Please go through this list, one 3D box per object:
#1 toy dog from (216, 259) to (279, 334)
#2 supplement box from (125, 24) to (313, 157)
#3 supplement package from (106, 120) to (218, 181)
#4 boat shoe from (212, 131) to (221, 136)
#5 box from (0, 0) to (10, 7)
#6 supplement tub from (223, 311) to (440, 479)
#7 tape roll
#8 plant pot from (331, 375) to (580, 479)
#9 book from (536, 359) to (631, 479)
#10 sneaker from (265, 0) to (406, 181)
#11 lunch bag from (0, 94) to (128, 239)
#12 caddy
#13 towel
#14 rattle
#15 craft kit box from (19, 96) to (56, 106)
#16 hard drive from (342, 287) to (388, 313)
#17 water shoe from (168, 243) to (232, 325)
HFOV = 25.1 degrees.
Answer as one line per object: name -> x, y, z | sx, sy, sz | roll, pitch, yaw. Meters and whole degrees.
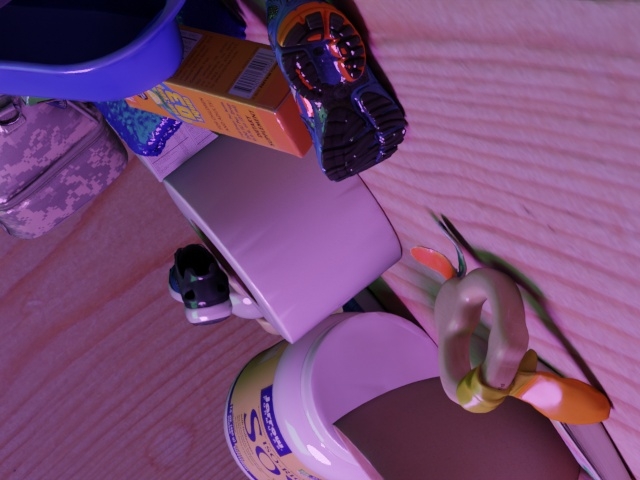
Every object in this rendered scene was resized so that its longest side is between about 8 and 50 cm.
toy dog -> -0.131, 0.006, 2.049 | 0.333, 0.161, 0.220 | -105, -9, -59
supplement box -> -0.101, -0.155, 1.415 | 0.233, 0.080, 0.078 | 20, 156, 35
supplement package -> -0.255, -0.234, 2.035 | 0.194, 0.149, 0.203 | 45, 171, 39
boat shoe -> -0.127, -0.183, 1.872 | 0.072, 0.068, 0.190 | 41, -168, -43
box -> -0.266, -0.329, 1.012 | 0.183, 0.296, 0.294 | 50, 172, 19
supplement tub -> 0.021, 0.233, 2.017 | 0.241, 0.241, 0.331 | 52, 154, -1
tape roll -> -0.046, -0.025, 1.669 | 0.246, 0.169, 0.246 | 51, 173, 9
plant pot -> 0.174, 0.256, 1.591 | 0.284, 0.191, 0.284 | 51, 173, 9
book -> 0.251, 0.185, 1.409 | 0.144, 0.035, 0.096 | 54, 177, -30
sneaker -> 0.011, -0.133, 1.190 | 0.221, 0.083, 0.087 | 69, 175, -52
lunch bag -> -0.426, -0.185, 1.892 | 0.305, 0.212, 0.256 | 47, 173, 35
caddy -> -0.270, -0.262, 1.336 | 0.341, 0.241, 0.179 | 5, 168, 10
towel -> -0.223, -0.270, 1.591 | 0.308, 0.076, 0.227 | 53, 133, 10
rattle -> 0.173, 0.071, 1.318 | 0.199, 0.143, 0.130 | -111, 21, -58
craft kit box -> -0.301, -0.272, 1.785 | 0.250, 0.247, 0.061 | 46, 138, 38
hard drive -> 0.147, 0.210, 2.164 | 0.318, 0.040, 0.210 | 50, 173, 14
water shoe -> -0.144, 0.038, 1.733 | 0.203, 0.073, 0.080 | -138, 39, -69
